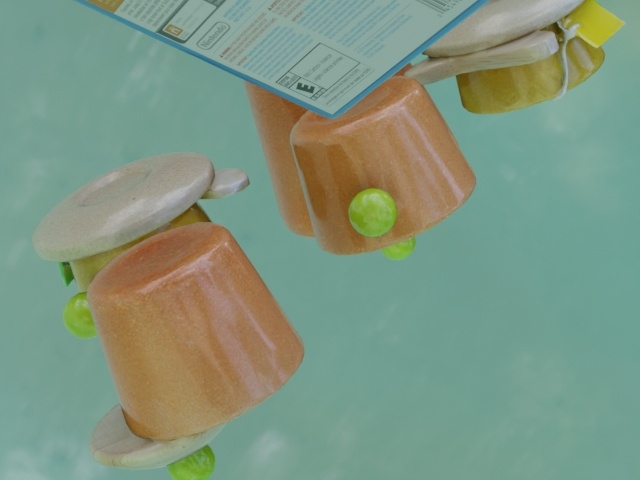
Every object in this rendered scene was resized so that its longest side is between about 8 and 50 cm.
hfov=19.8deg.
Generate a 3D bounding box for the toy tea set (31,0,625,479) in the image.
[{"bbox_3d":[0.000,0.000,0.809,0.336,0.200,0.124,-41,116,-39],"label":"toy tea set"}]

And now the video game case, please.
[{"bbox_3d":[-0.040,-0.090,0.487,0.166,0.119,0.015,24,64,-19],"label":"video game case"}]
